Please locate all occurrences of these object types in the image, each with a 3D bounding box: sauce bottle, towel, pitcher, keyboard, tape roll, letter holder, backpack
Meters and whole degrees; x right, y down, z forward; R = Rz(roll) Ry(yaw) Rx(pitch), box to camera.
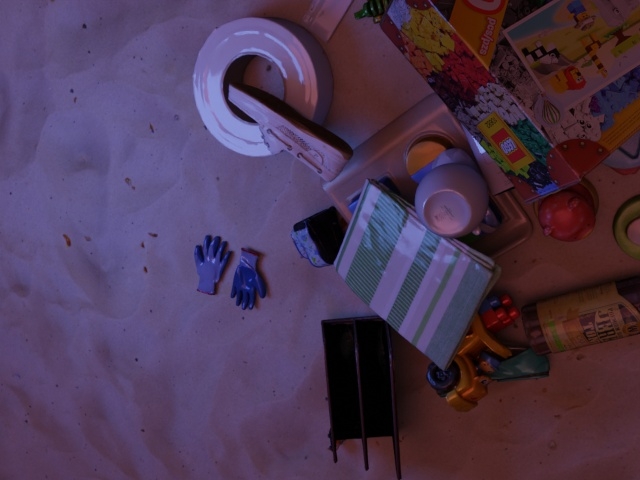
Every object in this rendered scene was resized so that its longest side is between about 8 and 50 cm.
[{"bbox_3d":[0.562,0.130,1.324,0.345,0.111,0.111,-20,98,25],"label":"sauce bottle"},{"bbox_3d":[0.170,0.058,1.350,0.325,0.038,0.247,39,124,30],"label":"towel"},{"bbox_3d":[0.256,-0.064,1.251,0.125,0.207,0.177,-39,96,26],"label":"pitcher"},{"bbox_3d":[0.051,-0.519,1.379,0.072,0.014,0.256,36,116,2],"label":"keyboard"},{"bbox_3d":[-0.121,-0.322,1.458,0.287,0.100,0.286,7,109,20],"label":"tape roll"},{"bbox_3d":[0.088,0.342,1.498,0.152,0.214,0.301,-5,106,1],"label":"letter holder"},{"bbox_3d":[0.000,0.000,1.511,0.084,0.105,0.114,-21,96,48],"label":"backpack"}]

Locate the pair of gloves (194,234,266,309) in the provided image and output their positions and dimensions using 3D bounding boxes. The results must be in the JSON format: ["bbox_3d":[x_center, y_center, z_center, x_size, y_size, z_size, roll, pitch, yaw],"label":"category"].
[{"bbox_3d":[-0.215,0.078,1.663,0.198,0.023,0.159,18,114,17],"label":"pair of gloves"}]

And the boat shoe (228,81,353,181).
[{"bbox_3d":[-0.075,-0.208,1.365,0.277,0.098,0.096,34,115,4],"label":"boat shoe"}]

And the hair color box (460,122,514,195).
[{"bbox_3d":[0.326,-0.273,1.230,0.174,0.105,0.347,-26,85,50],"label":"hair color box"}]

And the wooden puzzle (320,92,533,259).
[{"bbox_3d":[0.202,-0.071,1.420,0.322,0.080,0.347,-34,92,27],"label":"wooden puzzle"}]

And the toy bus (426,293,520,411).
[{"bbox_3d":[0.307,0.203,1.397,0.212,0.149,0.220,-30,59,17],"label":"toy bus"}]

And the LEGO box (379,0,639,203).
[{"bbox_3d":[0.403,-0.361,1.052,0.500,0.193,0.372,-40,89,-10],"label":"LEGO box"}]

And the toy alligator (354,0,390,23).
[{"bbox_3d":[0.147,-0.461,1.335,0.190,0.051,0.056,-12,102,24],"label":"toy alligator"}]

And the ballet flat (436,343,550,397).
[{"bbox_3d":[0.357,0.268,1.476,0.248,0.083,0.087,-18,75,25],"label":"ballet flat"}]

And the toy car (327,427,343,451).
[{"bbox_3d":[0.046,0.443,1.657,0.041,0.060,0.121,3,118,-13],"label":"toy car"}]

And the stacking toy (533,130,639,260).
[{"bbox_3d":[0.557,-0.095,1.246,0.280,0.130,0.308,30,115,11],"label":"stacking toy"}]
